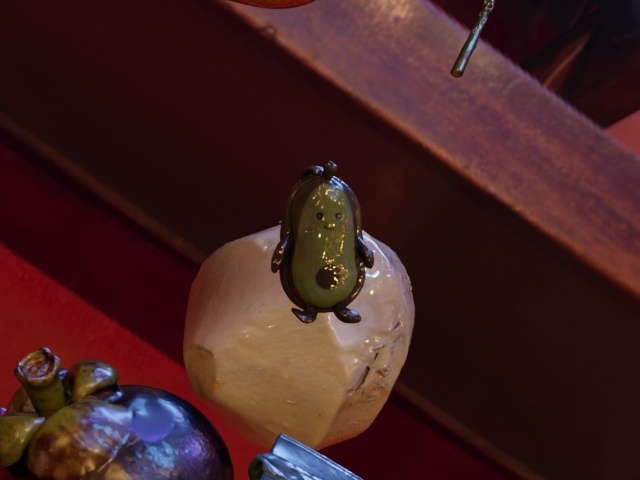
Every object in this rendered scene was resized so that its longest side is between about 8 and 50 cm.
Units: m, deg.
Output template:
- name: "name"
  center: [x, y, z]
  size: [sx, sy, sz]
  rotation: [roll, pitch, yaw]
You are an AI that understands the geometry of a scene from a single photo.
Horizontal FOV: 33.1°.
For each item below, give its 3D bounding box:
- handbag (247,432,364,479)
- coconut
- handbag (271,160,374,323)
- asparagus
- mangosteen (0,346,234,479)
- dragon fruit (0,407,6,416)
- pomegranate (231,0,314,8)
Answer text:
- name: "handbag"
  center: [0.012, 0.311, 1.006]
  size: [0.238, 0.326, 0.089]
  rotation: [33, 101, 2]
- name: "coconut"
  center: [-0.034, 0.131, 1.511]
  size: [0.353, 0.352, 0.352]
  rotation: [5, 76, -19]
- name: "handbag"
  center: [0.000, 0.000, 0.746]
  size: [0.072, 0.047, 0.111]
  rotation: [-2, 99, -9]
- name: "asparagus"
  center: [0.177, -0.236, 1.242]
  size: [0.015, 0.018, 0.127]
  rotation: [25, 60, 3]
- name: "mangosteen"
  center: [-0.263, 0.292, 1.282]
  size: [0.313, 0.297, 0.297]
  rotation: [38, 66, 15]
- name: "dragon fruit"
  center: [-0.629, 0.422, 1.691]
  size: [0.329, 0.228, 0.286]
  rotation: [8, 49, 5]
- name: "pomegranate"
  center: [-0.060, -0.310, 0.978]
  size: [0.235, 0.210, 0.210]
  rotation: [-28, 88, -40]
